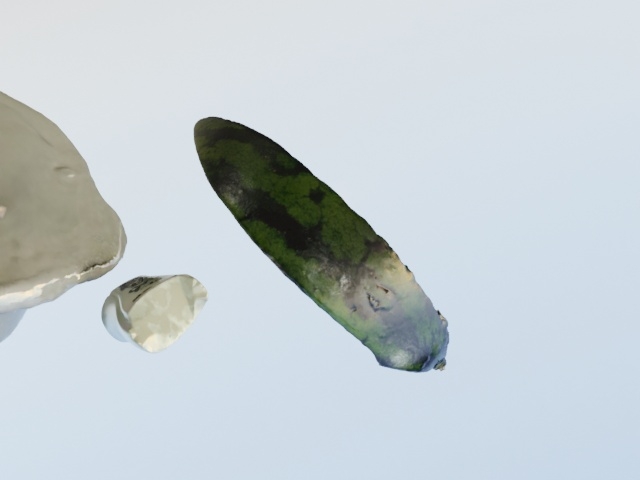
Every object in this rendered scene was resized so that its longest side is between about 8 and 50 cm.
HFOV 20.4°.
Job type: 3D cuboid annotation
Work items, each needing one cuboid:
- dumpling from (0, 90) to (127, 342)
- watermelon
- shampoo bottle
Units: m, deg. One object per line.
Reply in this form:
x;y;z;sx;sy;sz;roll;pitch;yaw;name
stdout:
-0.260;0.008;1.031;0.243;0.175;0.227;-26;-164;45;dumpling
-0.004;0.004;1.203;0.063;0.245;0.119;-47;177;-5;watermelon
-0.103;0.040;1.020;0.049;0.034;0.141;-52;-166;-12;shampoo bottle
